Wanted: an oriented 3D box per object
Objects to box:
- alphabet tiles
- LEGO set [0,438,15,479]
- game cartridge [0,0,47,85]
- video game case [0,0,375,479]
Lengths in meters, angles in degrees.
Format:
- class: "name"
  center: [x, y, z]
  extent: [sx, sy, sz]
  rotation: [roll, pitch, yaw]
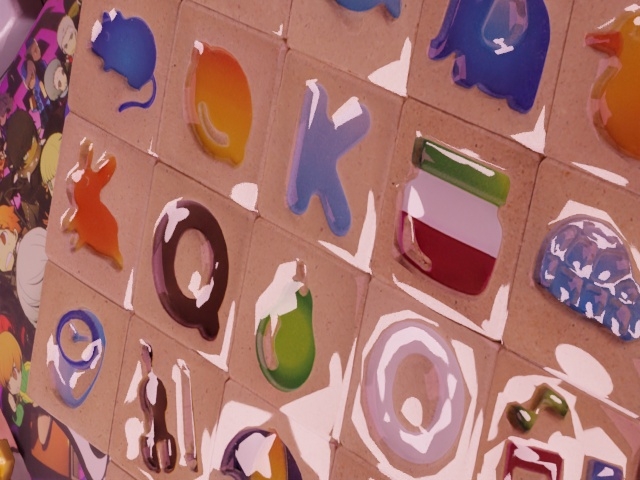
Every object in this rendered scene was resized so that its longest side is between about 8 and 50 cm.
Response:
- class: "alphabet tiles"
  center: [0.000, 0.000, 0.621]
  extent: [0.285, 0.011, 0.343]
  rotation: [28, 114, 44]
- class: "LEGO set"
  center: [-0.189, 0.123, 0.808]
  extent: [0.132, 0.107, 0.287]
  rotation: [-11, 91, 63]
- class: "game cartridge"
  center: [-0.211, -0.168, 0.900]
  extent: [0.198, 0.062, 0.297]
  rotation: [-45, 58, 47]
- class: "video game case"
  center: [-0.059, 0.001, 0.732]
  extent: [0.232, 0.041, 0.210]
  rotation: [-52, 54, 39]
